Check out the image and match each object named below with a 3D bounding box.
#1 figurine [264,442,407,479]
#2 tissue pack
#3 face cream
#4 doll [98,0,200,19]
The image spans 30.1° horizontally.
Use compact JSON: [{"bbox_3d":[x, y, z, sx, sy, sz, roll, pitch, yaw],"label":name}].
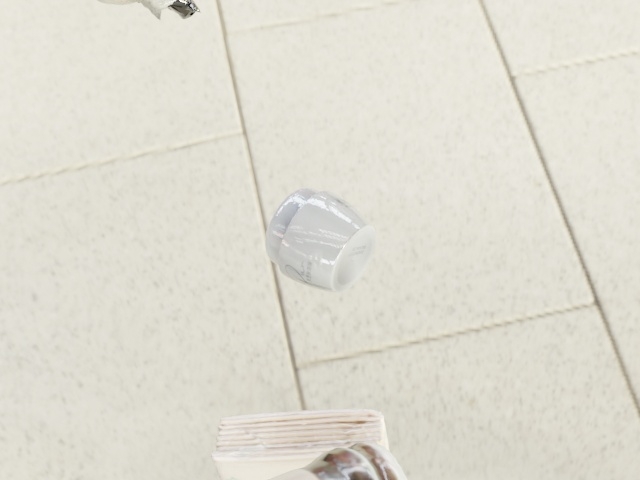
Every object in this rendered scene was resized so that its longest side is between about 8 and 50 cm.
[{"bbox_3d":[-0.014,0.281,0.547,0.196,0.320,0.323,-3,101,11],"label":"figurine"},{"bbox_3d":[0.001,0.300,1.265,0.170,0.325,0.071,-4,44,9],"label":"tissue pack"},{"bbox_3d":[0.000,0.000,1.423,0.104,0.117,0.117,30,64,26],"label":"face cream"},{"bbox_3d":[-0.191,-0.243,0.963,0.192,0.095,0.149,2,53,-7],"label":"doll"}]
